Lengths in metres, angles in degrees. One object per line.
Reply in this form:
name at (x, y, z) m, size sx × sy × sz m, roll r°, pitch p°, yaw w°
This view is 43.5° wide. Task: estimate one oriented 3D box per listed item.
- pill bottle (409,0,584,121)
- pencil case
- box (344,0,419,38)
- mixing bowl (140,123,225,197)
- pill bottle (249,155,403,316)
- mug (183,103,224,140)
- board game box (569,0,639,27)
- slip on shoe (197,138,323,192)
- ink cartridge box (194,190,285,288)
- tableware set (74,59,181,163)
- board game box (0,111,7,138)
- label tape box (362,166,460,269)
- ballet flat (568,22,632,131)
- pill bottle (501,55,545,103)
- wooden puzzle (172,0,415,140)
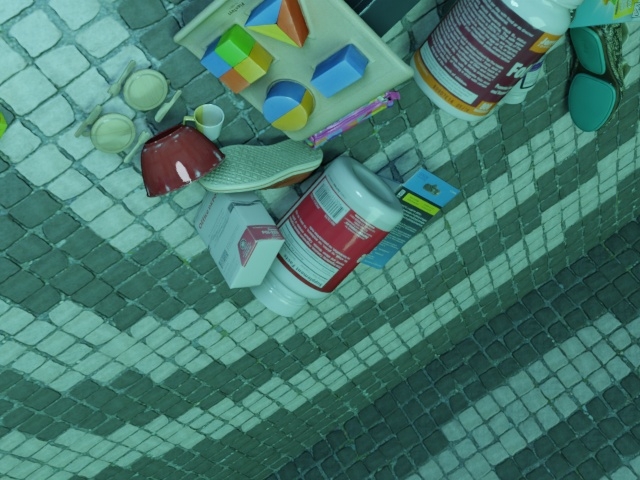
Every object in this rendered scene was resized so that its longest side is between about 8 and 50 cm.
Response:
pill bottle at (0.394, -0.466, 1.745) m, size 0.224 × 0.224 × 0.392 m, roll -3°, pitch 146°, yaw -41°
pencil case at (0.056, -0.300, 1.828) m, size 0.236 × 0.104 × 0.104 m, roll -30°, pitch 148°, yaw -6°
box at (0.088, -0.493, 1.518) m, size 0.261 × 0.184 × 0.103 m, roll -42°, pitch 147°, yaw 12°
mixing bowl at (-0.296, -0.173, 1.633) m, size 0.182 × 0.181 × 0.098 m, roll -30°, pitch 110°, yaw -8°
pill bottle at (0.000, 0.000, 2.051) m, size 0.407 × 0.229 × 0.229 m, roll -47°, pitch 146°, yaw 19°
mug at (-0.240, -0.245, 1.679) m, size 0.062 × 0.078 × 0.064 m, roll -56°, pitch 170°, yaw -30°
board game box at (0.639, -0.631, 1.856) m, size 0.336 × 0.079 × 0.253 m, roll -14°, pitch 119°, yaw -31°
slip on shoe at (-0.138, -0.156, 1.819) m, size 0.331 × 0.123 × 0.101 m, roll -18°, pitch 154°, yaw -41°
ink cartridge box at (-0.192, -0.021, 1.854) m, size 0.092 × 0.217 × 0.158 m, roll -4°, pitch 137°, yaw -41°
tableware set at (-0.372, -0.254, 1.551) m, size 0.194 × 0.039 × 0.128 m, roll -49°, pitch 134°, yaw 12°
board game box at (-0.640, -0.155, 1.425) m, size 0.092 × 0.043 × 0.181 m, roll 7°, pitch 129°, yaw -47°
label tape box at (0.192, -0.085, 2.232) m, size 0.333 × 0.106 × 0.241 m, roll -46°, pitch 146°, yaw 17°
ballet flat at (0.783, -0.493, 2.211) m, size 0.182 × 0.164 × 0.482 m, roll -47°, pitch 148°, yaw -11°
pill bottle at (0.506, -0.445, 2.041) m, size 0.108 × 0.108 × 0.193 m, roll -22°, pitch 146°, yaw -20°
wooden puzzle at (-0.055, -0.323, 1.464) m, size 0.348 × 0.080 × 0.322 m, roll 35°, pitch 141°, yaw -29°
